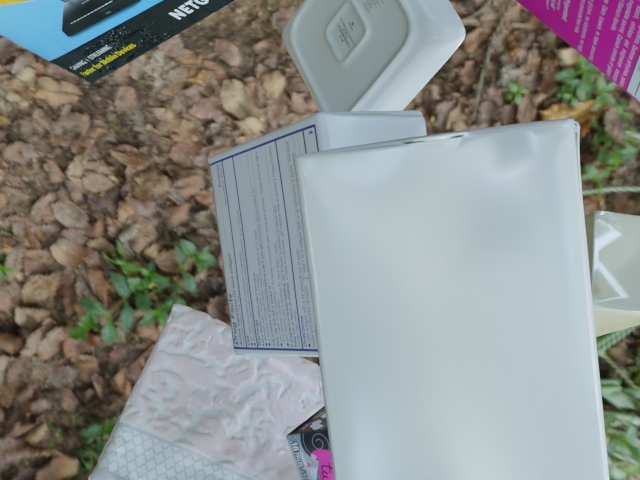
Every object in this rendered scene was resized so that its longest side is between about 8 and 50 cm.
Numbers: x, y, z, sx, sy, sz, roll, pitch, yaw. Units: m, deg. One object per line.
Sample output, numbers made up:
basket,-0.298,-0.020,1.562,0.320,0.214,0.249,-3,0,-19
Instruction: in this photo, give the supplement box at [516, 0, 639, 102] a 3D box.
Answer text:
supplement box,0.221,-0.180,0.599,0.111,0.220,0.114,-42,163,-5

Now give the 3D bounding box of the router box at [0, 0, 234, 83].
router box,-0.132,-0.156,0.487,0.133,0.179,0.046,26,64,-35

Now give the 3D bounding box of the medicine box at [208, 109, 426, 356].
medicine box,0.000,0.000,1.095,0.149,0.289,0.263,-7,88,-31

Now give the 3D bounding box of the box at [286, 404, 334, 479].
box,0.084,0.337,1.209,0.163,0.142,0.247,-25,97,-58

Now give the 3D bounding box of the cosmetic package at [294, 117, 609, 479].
cosmetic package,0.100,0.103,0.676,0.197,0.155,0.365,-5,94,4

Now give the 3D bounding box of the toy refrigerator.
toy refrigerator,0.303,0.051,1.032,0.094,0.269,0.102,7,76,-5

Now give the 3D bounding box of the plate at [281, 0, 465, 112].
plate,0.051,-0.292,1.268,0.045,0.277,0.278,2,144,-40

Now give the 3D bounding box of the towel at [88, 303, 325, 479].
towel,-0.139,0.292,1.382,0.332,0.053,0.317,25,62,-2
